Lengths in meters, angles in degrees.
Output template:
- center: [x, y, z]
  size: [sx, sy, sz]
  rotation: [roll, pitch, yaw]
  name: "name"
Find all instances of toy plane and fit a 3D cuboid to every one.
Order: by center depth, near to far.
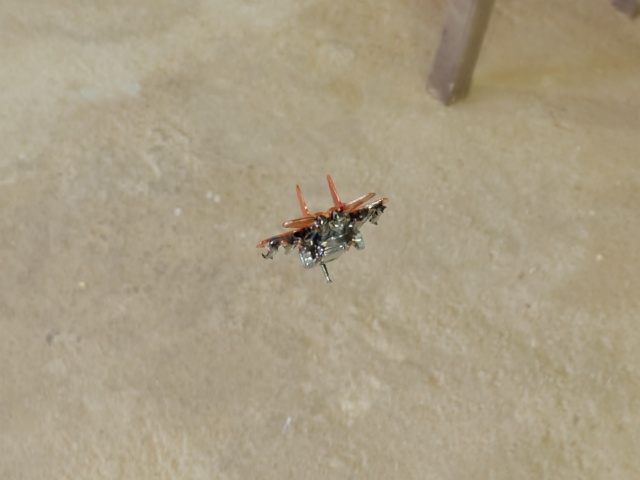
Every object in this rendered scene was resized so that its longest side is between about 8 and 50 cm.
- center: [0.001, 0.003, 1.003]
  size: [0.130, 0.189, 0.061]
  rotation: [-21, 68, -11]
  name: "toy plane"
